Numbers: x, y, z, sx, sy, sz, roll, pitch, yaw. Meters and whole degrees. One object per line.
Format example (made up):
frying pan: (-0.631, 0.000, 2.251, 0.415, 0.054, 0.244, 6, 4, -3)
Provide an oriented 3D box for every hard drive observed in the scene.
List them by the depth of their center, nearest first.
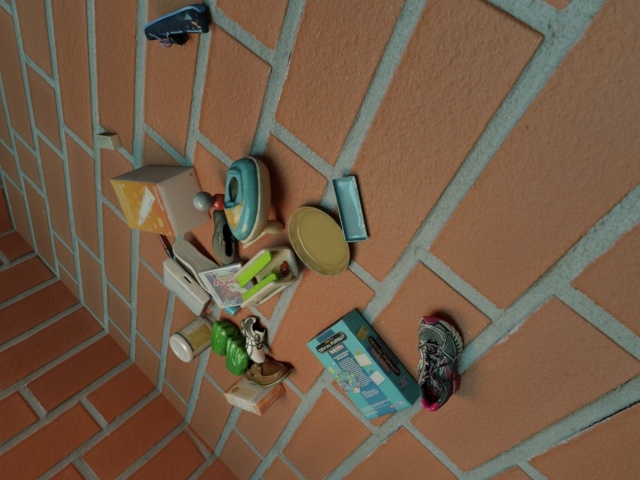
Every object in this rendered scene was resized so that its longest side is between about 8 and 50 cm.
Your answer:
hard drive: (-0.578, 0.208, 2.058, 0.233, 0.047, 0.353, 45, 155, 0)

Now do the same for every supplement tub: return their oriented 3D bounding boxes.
supplement tub: (-0.560, 0.437, 2.172, 0.144, 0.200, 0.144, 24, 130, 31)

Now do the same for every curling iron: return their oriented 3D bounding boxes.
curling iron: (-0.678, 0.023, 2.129, 0.068, 0.035, 0.274, 5, 119, 42)

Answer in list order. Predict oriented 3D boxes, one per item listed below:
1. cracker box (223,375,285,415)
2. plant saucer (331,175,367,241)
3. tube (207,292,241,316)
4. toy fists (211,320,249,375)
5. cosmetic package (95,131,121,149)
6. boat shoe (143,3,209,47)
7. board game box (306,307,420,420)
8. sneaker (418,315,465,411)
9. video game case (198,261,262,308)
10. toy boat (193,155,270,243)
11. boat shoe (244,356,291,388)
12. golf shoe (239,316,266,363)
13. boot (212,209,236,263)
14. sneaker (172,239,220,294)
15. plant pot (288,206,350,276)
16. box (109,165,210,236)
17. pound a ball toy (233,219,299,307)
cracker box: (-0.290, 0.663, 2.101, 0.232, 0.156, 0.067, -1, 115, 45)
plant saucer: (0.082, -0.086, 1.326, 0.067, 0.018, 0.192, -5, 115, 20)
tube: (-0.423, 0.237, 2.009, 0.207, 0.080, 0.052, 35, 109, 16)
toy fists: (-0.381, 0.444, 2.054, 0.279, 0.096, 0.142, 35, 126, 45)
cosmetic package: (-0.892, -0.420, 2.027, 0.115, 0.041, 0.060, 16, 126, 36)
boat shoe: (-0.428, -0.611, 1.406, 0.258, 0.109, 0.089, 6, 124, 44)
board game box: (0.136, 0.414, 1.583, 0.336, 0.079, 0.254, 51, 140, 5)
sneaker: (0.323, 0.342, 1.331, 0.121, 0.112, 0.299, 9, 121, 40)
video game case: (-0.344, 0.175, 1.845, 0.201, 0.023, 0.183, -13, 120, 24)
toy boat: (-0.281, -0.126, 1.527, 0.318, 0.148, 0.267, 2, 93, 53)
boat shoe: (-0.244, 0.542, 2.009, 0.307, 0.111, 0.104, -22, 101, 49)
golf shoe: (-0.258, 0.404, 1.943, 0.094, 0.077, 0.198, -21, 91, 38)
boot: (-0.337, 0.014, 1.704, 0.161, 0.083, 0.246, -119, 24, -53)
sneaker: (-0.497, 0.132, 1.997, 0.292, 0.108, 0.169, 48, 154, 2)
plant pot: (0.000, 0.000, 1.468, 0.236, 0.032, 0.236, 23, 130, 31)
box: (-0.616, -0.158, 1.844, 0.345, 0.168, 0.215, 8, 122, 40)
pound a ball toy: (-0.180, 0.083, 1.647, 0.319, 0.136, 0.208, -38, 62, 50)
